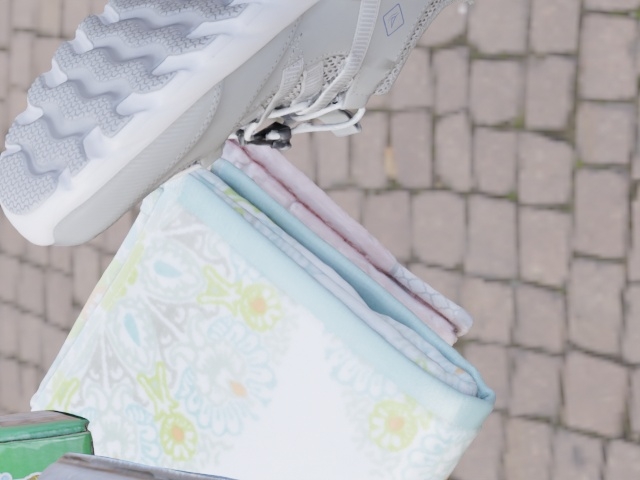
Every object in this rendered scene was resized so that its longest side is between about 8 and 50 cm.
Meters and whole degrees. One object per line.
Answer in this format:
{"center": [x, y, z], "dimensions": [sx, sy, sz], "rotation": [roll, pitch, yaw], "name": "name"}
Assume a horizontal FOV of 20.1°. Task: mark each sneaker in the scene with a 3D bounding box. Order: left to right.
{"center": [-0.018, -0.079, 0.823], "dimensions": [0.105, 0.281, 0.115], "rotation": [26, 151, 53], "name": "sneaker"}

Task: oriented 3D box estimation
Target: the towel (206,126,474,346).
{"center": [0.000, 0.000, 1.836], "dimensions": [0.053, 0.317, 0.332], "rotation": [-49, 3, -8], "name": "towel"}

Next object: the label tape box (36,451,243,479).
{"center": [-0.029, 0.244, 0.324], "dimensions": [0.106, 0.240, 0.333], "rotation": [1, 55, 52], "name": "label tape box"}

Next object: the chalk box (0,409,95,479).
{"center": [-0.215, 0.182, 0.979], "dimensions": [0.180, 0.179, 0.289], "rotation": [165, 98, -73], "name": "chalk box"}

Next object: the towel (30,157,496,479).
{"center": [-0.066, 0.145, 1.592], "dimensions": [0.374, 0.090, 0.320], "rotation": [40, 114, 22], "name": "towel"}
